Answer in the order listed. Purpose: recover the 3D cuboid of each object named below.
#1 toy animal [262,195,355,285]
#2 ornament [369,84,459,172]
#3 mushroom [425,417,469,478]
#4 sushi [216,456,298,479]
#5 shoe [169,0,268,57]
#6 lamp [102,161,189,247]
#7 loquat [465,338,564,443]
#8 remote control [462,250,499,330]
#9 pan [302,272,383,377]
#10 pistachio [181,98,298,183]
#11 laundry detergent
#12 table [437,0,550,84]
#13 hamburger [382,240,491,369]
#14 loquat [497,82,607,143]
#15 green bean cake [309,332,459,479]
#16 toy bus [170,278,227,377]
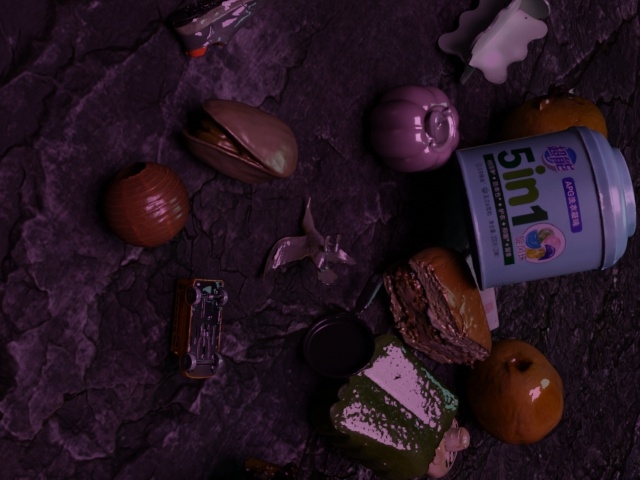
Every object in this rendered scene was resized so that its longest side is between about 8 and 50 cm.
[{"bbox_3d":[0.000,0.000,1.651,0.219,0.095,0.155,1,97,-41],"label":"toy animal"},{"bbox_3d":[0.187,-0.215,1.746,0.177,0.177,0.177,-4,96,-40],"label":"ornament"},{"bbox_3d":[0.244,0.414,1.868,0.154,0.123,0.154,-6,90,-66],"label":"mushroom"},{"bbox_3d":[-0.083,0.486,1.539,0.212,0.215,0.227,-45,119,-29],"label":"sushi"},{"bbox_3d":[-0.160,-0.368,1.510,0.194,0.074,0.077,-32,125,-31],"label":"shoe"},{"bbox_3d":[-0.268,-0.054,1.396,0.136,0.136,0.136,-4,96,-40],"label":"lamp"},{"bbox_3d":[0.412,0.325,1.939,0.193,0.238,0.238,-34,115,-15],"label":"loquat"},{"bbox_3d":[0.347,0.113,1.990,0.087,0.029,0.190,-20,106,-37],"label":"remote control"},{"bbox_3d":[0.059,0.160,1.702,0.235,0.136,0.028,-57,157,-25],"label":"pan"},{"bbox_3d":[-0.130,-0.160,1.503,0.206,0.131,0.129,19,108,-41],"label":"pistachio"},{"bbox_3d":[0.436,-0.067,1.766,0.287,0.305,0.287,-11,90,-83],"label":"laundry detergent"},{"bbox_3d":[0.359,-0.425,1.887,0.198,0.166,0.166,-48,121,-18],"label":"table"},{"bbox_3d":[0.241,0.128,1.829,0.282,0.155,0.245,16,73,-49],"label":"hamburger"},{"bbox_3d":[0.506,-0.221,1.972,0.244,0.244,0.243,-4,96,-40],"label":"loquat"},{"bbox_3d":[0.127,0.323,1.733,0.248,0.125,0.222,41,65,-12],"label":"green bean cake"},{"bbox_3d":[-0.206,0.144,1.502,0.070,0.074,0.162,7,87,-47],"label":"toy bus"}]
